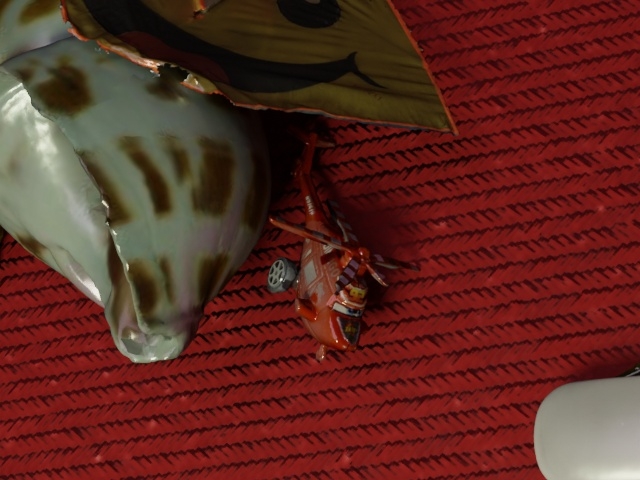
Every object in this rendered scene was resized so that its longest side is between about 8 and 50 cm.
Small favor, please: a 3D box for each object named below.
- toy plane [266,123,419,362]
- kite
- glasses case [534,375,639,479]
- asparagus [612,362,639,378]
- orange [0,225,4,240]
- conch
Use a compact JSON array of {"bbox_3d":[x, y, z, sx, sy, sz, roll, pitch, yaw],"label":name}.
[{"bbox_3d":[-0.006,-0.001,1.326,0.077,0.126,0.194,-50,57,30],"label":"toy plane"},{"bbox_3d":[-0.051,-0.182,1.343,0.377,0.327,0.013,29,125,8],"label":"kite"},{"bbox_3d":[0.235,0.124,1.197,0.197,0.049,0.076,-6,70,19],"label":"glasses case"},{"bbox_3d":[0.229,0.078,1.240,0.166,0.013,0.016,-28,103,11],"label":"asparagus"},{"bbox_3d":[-0.328,-0.019,1.452,0.160,0.170,0.112,-47,25,0],"label":"orange"},{"bbox_3d":[-0.153,-0.083,1.331,0.197,0.249,0.368,-36,68,-15],"label":"conch"}]
